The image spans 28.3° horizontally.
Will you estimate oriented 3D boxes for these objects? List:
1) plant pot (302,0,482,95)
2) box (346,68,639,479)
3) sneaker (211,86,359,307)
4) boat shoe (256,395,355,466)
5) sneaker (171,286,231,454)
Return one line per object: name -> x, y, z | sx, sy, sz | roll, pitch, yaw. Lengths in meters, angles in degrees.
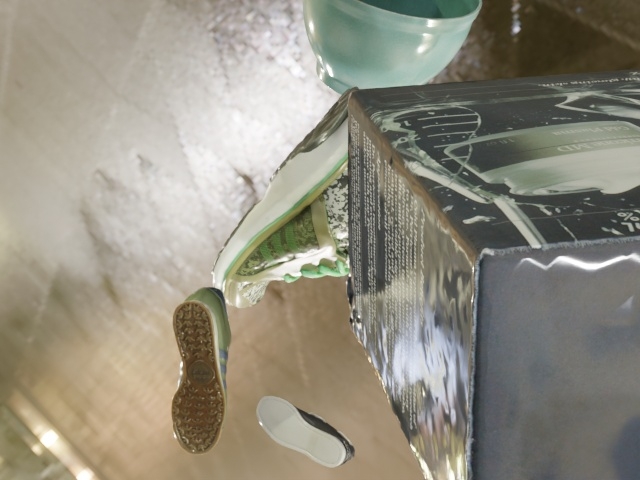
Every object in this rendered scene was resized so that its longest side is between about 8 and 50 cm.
plant pot -> 0.098, -0.346, 2.100 | 0.293, 0.293, 0.196 | 34, 127, 26
box -> 0.300, 0.037, 1.155 | 0.472, 0.480, 0.297 | -116, 22, -66
sneaker -> 0.000, 0.000, 1.566 | 0.182, 0.158, 0.410 | 40, 142, 1
boat shoe -> -0.016, 0.212, 1.420 | 0.125, 0.046, 0.038 | 24, -172, 30
sneaker -> -0.128, 0.141, 1.445 | 0.064, 0.086, 0.192 | 5, 112, 11
